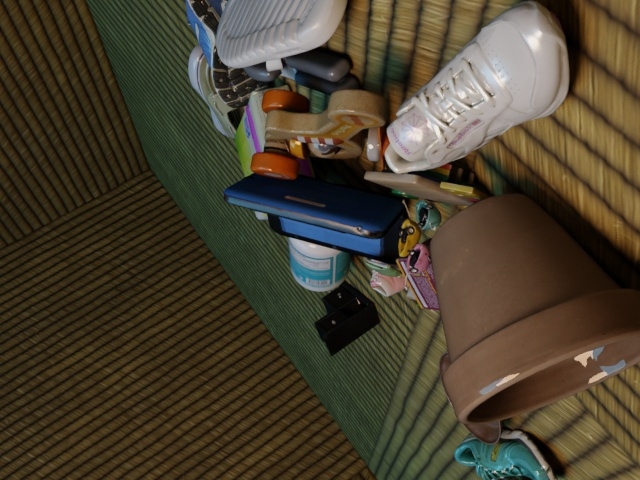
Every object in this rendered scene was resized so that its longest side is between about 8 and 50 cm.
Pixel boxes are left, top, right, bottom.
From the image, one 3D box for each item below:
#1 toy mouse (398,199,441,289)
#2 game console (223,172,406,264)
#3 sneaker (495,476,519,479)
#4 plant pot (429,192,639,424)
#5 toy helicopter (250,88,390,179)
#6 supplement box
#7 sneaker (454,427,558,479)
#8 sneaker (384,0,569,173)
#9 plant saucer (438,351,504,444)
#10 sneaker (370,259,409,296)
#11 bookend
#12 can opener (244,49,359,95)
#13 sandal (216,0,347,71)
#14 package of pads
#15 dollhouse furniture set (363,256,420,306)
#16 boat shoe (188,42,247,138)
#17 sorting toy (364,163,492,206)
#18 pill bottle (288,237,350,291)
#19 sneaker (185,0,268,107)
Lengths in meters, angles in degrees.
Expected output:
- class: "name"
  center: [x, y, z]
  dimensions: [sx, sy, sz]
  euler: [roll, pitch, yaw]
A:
- class: "toy mouse"
  center: [0.161, -0.004, 1.024]
  dimensions: [0.143, 0.031, 0.161]
  euler: [143, 137, -70]
- class: "game console"
  center: [-0.003, -0.018, 1.207]
  dimensions: [0.293, 0.250, 0.173]
  euler: [14, 115, 17]
- class: "sneaker"
  center: [0.473, 0.641, 1.392]
  dimensions: [0.410, 0.158, 0.182]
  euler: [60, -166, -14]
- class: "plant pot"
  center: [0.249, 0.073, 0.814]
  dimensions: [0.263, 0.263, 0.229]
  euler: [90, 163, -60]
- class: "toy helicopter"
  center: [0.033, -0.169, 1.027]
  dimensions: [0.355, 0.235, 0.140]
  euler: [175, 106, -75]
- class: "supplement box"
  center: [0.215, 0.054, 1.084]
  dimensions: [0.104, 0.081, 0.188]
  euler: [61, 163, -6]
- class: "sneaker"
  center: [0.365, 0.441, 1.298]
  dimensions: [0.107, 0.110, 0.275]
  euler: [59, 162, -5]
- class: "sneaker"
  center: [0.167, -0.148, 0.746]
  dimensions: [0.114, 0.152, 0.305]
  euler: [58, 162, 7]
- class: "plant saucer"
  center: [0.308, 0.308, 1.310]
  dimensions: [0.198, 0.036, 0.198]
  euler: [56, 159, 36]
- class: "sneaker"
  center: [0.123, 0.057, 1.369]
  dimensions: [0.134, 0.070, 0.051]
  euler: [56, 165, 11]
- class: "bookend"
  center: [0.042, 0.193, 1.686]
  dimensions: [0.157, 0.156, 0.072]
  euler: [37, 154, 51]
- class: "can opener"
  center: [-0.039, -0.299, 1.170]
  dimensions: [0.280, 0.093, 0.074]
  euler: [29, 159, 49]
- class: "sandal"
  center: [-0.068, -0.355, 1.106]
  dimensions: [0.102, 0.169, 0.416]
  euler: [21, -175, -33]
- class: "package of pads"
  center: [-0.104, -0.178, 1.452]
  dimensions: [0.296, 0.101, 0.229]
  euler: [148, 107, -74]
- class: "dollhouse furniture set"
  center: [0.151, 0.084, 1.270]
  dimensions: [0.151, 0.058, 0.076]
  euler: [17, 177, 34]
- class: "boat shoe"
  center: [-0.231, -0.359, 1.610]
  dimensions: [0.094, 0.109, 0.302]
  euler: [32, 162, 25]
- class: "sorting toy"
  center: [0.159, -0.089, 0.946]
  dimensions: [0.274, 0.132, 0.046]
  euler: [17, 91, 62]
- class: "pill bottle"
  center: [0.000, 0.000, 1.481]
  dimensions: [0.146, 0.146, 0.264]
  euler: [50, 161, 23]
- class: "sneaker"
  center: [-0.198, -0.434, 1.363]
  dimensions: [0.147, 0.129, 0.330]
  euler: [-120, 12, -51]
